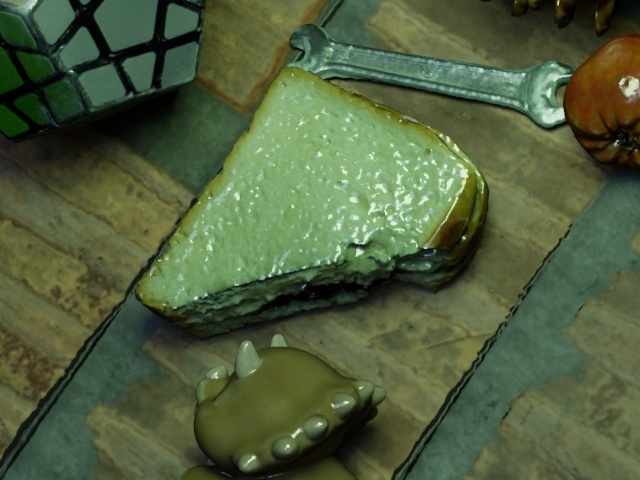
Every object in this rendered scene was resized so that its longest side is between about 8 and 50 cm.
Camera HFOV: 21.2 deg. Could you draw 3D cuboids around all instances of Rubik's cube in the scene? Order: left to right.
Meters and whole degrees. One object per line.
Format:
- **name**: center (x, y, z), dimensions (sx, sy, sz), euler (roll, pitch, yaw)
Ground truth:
- **Rubik's cube**: center (-0.247, -0.247, 1.648), dimensions (0.264, 0.319, 0.319), euler (-46, 65, 26)

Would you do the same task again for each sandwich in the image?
- **sandwich**: center (-0.001, -0.002, 1.595), dimensions (0.254, 0.099, 0.288), euler (32, 84, 22)

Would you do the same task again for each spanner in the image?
- **spanner**: center (0.106, -0.160, 1.658), dimensions (0.302, 0.017, 0.071), euler (10, 77, 17)

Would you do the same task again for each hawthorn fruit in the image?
- **hawthorn fruit**: center (0.280, -0.127, 1.548), dimensions (0.125, 0.125, 0.140), euler (-25, 46, 7)

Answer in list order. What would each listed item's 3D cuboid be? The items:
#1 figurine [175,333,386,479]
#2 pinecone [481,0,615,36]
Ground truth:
- **figurine**: center (-0.004, 0.194, 1.496), dimensions (0.247, 0.177, 0.173), euler (45, 108, 34)
- **pinecone**: center (0.221, -0.313, 1.543), dimensions (0.264, 0.264, 0.264), euler (-4, 72, 14)
